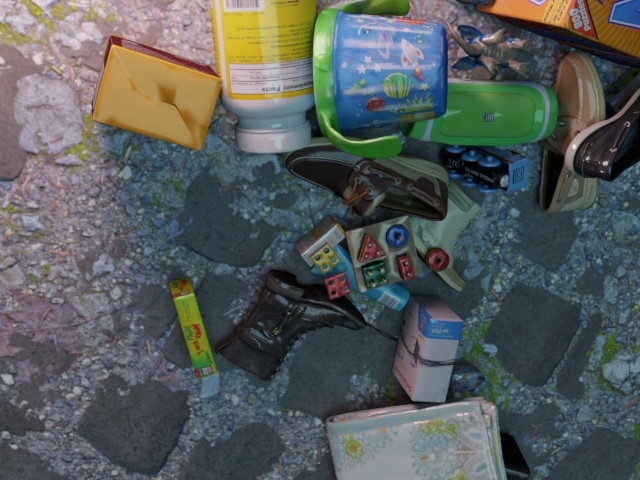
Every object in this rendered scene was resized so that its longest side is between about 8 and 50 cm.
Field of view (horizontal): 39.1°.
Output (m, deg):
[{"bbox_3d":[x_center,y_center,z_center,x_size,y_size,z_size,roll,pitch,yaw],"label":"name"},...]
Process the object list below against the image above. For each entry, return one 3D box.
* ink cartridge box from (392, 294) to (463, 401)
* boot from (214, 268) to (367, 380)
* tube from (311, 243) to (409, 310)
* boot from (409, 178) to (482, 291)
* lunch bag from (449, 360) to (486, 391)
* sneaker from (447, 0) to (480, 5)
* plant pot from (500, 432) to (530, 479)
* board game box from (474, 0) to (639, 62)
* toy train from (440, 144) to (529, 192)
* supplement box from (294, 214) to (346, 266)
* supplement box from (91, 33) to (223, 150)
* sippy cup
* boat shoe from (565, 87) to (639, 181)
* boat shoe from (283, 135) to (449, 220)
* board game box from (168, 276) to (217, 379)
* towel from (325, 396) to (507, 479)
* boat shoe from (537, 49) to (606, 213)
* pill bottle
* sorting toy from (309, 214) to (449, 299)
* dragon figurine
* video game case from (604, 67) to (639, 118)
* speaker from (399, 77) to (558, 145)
[{"bbox_3d":[0.225,0.228,1.914,0.082,0.139,0.190,6,107,-18],"label":"ink cartridge box"},{"bbox_3d":[-0.060,0.195,1.869,0.263,0.091,0.229,24,106,-17],"label":"boot"},{"bbox_3d":[0.088,0.080,1.881,0.207,0.052,0.080,30,94,-17],"label":"tube"},{"bbox_3d":[0.279,-0.009,1.885,0.165,0.077,0.213,-43,113,0],"label":"boot"},{"bbox_3d":[0.319,0.302,2.002,0.083,0.071,0.053,-5,108,-14],"label":"lunch bag"},{"bbox_3d":[0.216,-0.539,1.665,0.275,0.110,0.107,34,97,-22],"label":"sneaker"},{"bbox_3d":[0.342,0.530,2.036,0.167,0.187,0.188,23,102,-6],"label":"plant pot"},{"bbox_3d":[0.562,-0.517,1.628,0.356,0.356,0.356,15,104,-19],"label":"board game box"},{"bbox_3d":[0.324,-0.150,1.795,0.105,0.184,0.080,-16,119,-30],"label":"toy train"},{"bbox_3d":[0.000,0.000,1.819,0.098,0.062,0.036,-40,115,2],"label":"supplement box"},{"bbox_3d":[-0.291,-0.262,1.580,0.191,0.194,0.129,15,104,-19],"label":"supplement box"},{"bbox_3d":[0.115,-0.301,1.617,0.224,0.240,0.305,1,96,11],"label":"sippy cup"},{"bbox_3d":[0.639,-0.217,1.777,0.340,0.113,0.127,-28,129,-23],"label":"boat shoe"},{"bbox_3d":[0.093,-0.107,1.748,0.342,0.123,0.123,13,148,-18],"label":"boat shoe"},{"bbox_3d":[-0.254,0.174,1.796,0.043,0.092,0.181,-17,112,-10],"label":"board game box"},{"bbox_3d":[0.216,0.510,1.934,0.374,0.090,0.320,-10,93,17],"label":"towel"},{"bbox_3d":[0.504,-0.214,1.846,0.110,0.121,0.341,-11,112,-12],"label":"boat shoe"},{"bbox_3d":[-0.095,-0.334,1.611,0.188,0.188,0.334,-8,111,-12],"label":"pill bottle"},{"bbox_3d":[0.121,0.032,1.796,0.274,0.046,0.132,-16,107,-7],"label":"sorting toy"},{"bbox_3d":[0.301,-0.361,1.703,0.289,0.144,0.085,-3,106,-38],"label":"dragon figurine"},{"bbox_3d":[0.762,-0.284,1.922,0.244,0.061,0.269,-42,114,3],"label":"video game case"},{"bbox_3d":[0.310,-0.255,1.779,0.296,0.131,0.131,-1,109,-15],"label":"speaker"}]
